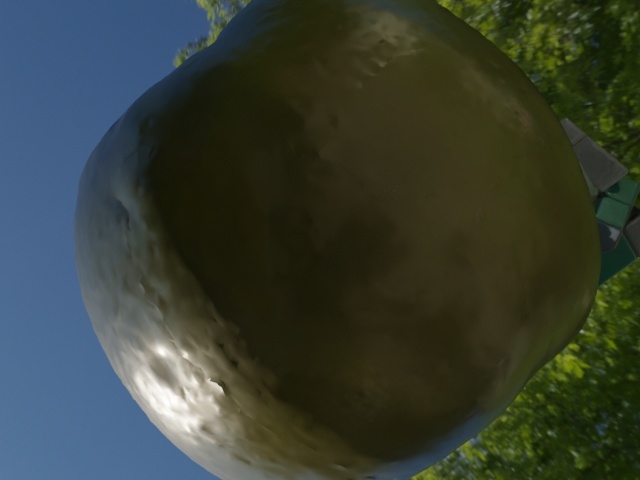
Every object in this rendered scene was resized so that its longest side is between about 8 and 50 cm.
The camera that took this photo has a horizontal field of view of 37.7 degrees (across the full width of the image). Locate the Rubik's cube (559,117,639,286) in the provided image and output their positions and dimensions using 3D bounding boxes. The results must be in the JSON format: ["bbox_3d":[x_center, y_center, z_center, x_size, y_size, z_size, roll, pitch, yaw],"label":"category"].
[{"bbox_3d":[0.350,-0.041,1.394,0.224,0.265,0.213,-35,-71,-2],"label":"Rubik's cube"}]

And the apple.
[{"bbox_3d":[-0.015,0.014,0.540,0.258,0.295,0.233,47,-114,-7],"label":"apple"}]
